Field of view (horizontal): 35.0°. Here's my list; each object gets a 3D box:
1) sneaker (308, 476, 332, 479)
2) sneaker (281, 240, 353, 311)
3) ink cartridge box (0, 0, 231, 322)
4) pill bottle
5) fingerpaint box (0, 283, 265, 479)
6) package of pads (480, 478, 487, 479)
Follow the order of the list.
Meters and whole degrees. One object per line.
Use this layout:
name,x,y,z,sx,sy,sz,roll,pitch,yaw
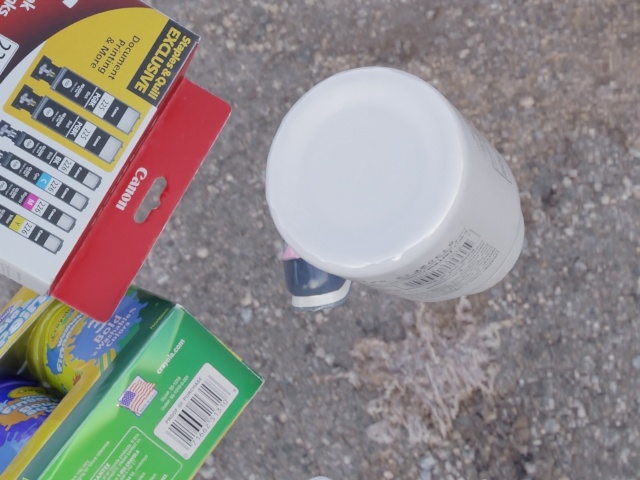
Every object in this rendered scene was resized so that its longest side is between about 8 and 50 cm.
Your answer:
sneaker,-0.027,0.453,1.663,0.094,0.091,0.258,-13,18,16
sneaker,0.000,0.000,1.585,0.112,0.131,0.319,-10,16,3
ink cartridge box,-0.265,-0.109,1.073,0.272,0.130,0.309,30,74,-9
pill bottle,0.067,-0.025,0.704,0.131,0.229,0.131,-4,79,23
fingerpaint box,-0.336,0.250,1.172,0.445,0.163,0.371,-52,32,-16
package of pads,0.204,0.465,1.333,0.296,0.229,0.101,-48,34,18
